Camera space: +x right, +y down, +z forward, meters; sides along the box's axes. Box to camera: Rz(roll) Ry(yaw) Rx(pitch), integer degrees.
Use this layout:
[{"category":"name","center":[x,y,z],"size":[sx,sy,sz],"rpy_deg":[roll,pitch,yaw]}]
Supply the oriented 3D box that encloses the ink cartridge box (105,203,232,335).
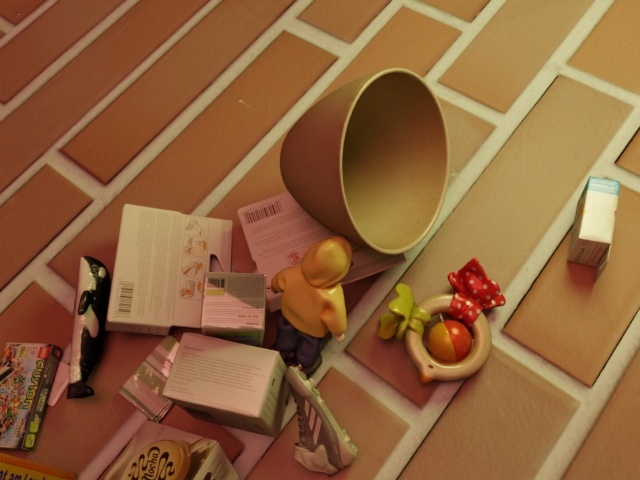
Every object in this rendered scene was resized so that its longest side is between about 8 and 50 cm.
[{"category":"ink cartridge box","center":[-0.313,0.065,1.308],"size":[0.238,0.060,0.275],"rpy_deg":[9,58,-19]}]

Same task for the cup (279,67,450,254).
[{"category":"cup","center":[0.061,-0.151,1.185],"size":[0.236,0.331,0.331],"rpy_deg":[9,60,43]}]

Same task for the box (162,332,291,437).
[{"category":"box","center":[-0.159,0.264,1.118],"size":[0.181,0.181,0.119],"rpy_deg":[9,64,13]}]

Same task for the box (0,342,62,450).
[{"category":"box","center":[-0.604,0.310,1.238],"size":[0.114,0.036,0.207],"rpy_deg":[-2,62,13]}]

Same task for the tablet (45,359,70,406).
[{"category":"tablet","center":[-0.542,0.291,1.261],"size":[0.054,0.006,0.083],"rpy_deg":[20,66,18]}]

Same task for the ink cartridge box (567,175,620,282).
[{"category":"ink cartridge box","center":[0.532,-0.021,1.209],"size":[0.061,0.104,0.181],"rpy_deg":[13,65,15]}]

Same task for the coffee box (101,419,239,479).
[{"category":"coffee box","center":[-0.289,0.462,1.000],"size":[0.168,0.119,0.297],"rpy_deg":[6,42,30]}]

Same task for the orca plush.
[{"category":"orca plush","center":[-0.448,0.175,1.257],"size":[0.102,0.151,0.287],"rpy_deg":[6,55,-24]}]

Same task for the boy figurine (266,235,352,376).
[{"category":"boy figurine","center":[-0.022,0.108,1.128],"size":[0.177,0.285,0.092],"rpy_deg":[29,31,24]}]

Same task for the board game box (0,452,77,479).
[{"category":"board game box","center":[-0.663,0.517,0.958],"size":[0.356,0.357,0.357],"rpy_deg":[0,62,8]}]

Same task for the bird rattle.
[{"category":"bird rattle","center":[0.240,0.162,1.175],"size":[0.253,0.143,0.207],"rpy_deg":[-11,72,-12]}]

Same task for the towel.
[{"category":"towel","center":[-0.316,0.271,1.228],"size":[0.113,0.023,0.152],"rpy_deg":[31,70,21]}]

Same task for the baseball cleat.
[{"category":"baseball cleat","center":[-0.022,0.327,1.091],"size":[0.109,0.072,0.206],"rpy_deg":[-35,91,-6]}]

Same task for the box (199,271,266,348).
[{"category":"box","center":[-0.159,0.140,1.156],"size":[0.114,0.203,0.103],"rpy_deg":[3,68,-6]}]

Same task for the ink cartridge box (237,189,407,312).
[{"category":"ink cartridge box","center":[0.000,0.000,1.300],"size":[0.296,0.066,0.261],"rpy_deg":[-20,61,-2]}]
